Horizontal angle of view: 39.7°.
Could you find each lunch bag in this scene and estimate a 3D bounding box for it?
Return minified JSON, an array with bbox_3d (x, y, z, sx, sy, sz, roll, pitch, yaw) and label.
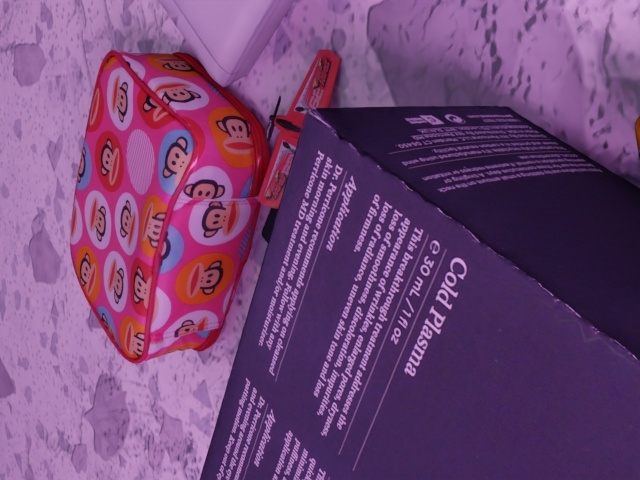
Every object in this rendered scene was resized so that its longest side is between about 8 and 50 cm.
[{"bbox_3d":[-0.182,-0.046,0.937,0.258,0.120,0.293,45,128,37],"label":"lunch bag"}]

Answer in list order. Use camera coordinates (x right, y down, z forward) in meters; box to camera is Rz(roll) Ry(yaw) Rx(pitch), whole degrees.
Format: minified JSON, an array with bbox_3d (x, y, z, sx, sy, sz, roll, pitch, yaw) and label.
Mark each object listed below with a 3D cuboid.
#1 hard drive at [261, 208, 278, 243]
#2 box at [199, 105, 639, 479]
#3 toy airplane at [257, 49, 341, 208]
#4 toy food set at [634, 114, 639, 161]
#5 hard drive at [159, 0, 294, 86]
[{"bbox_3d":[0.000,0.000,0.801,0.135,0.022,0.094,49,130,34],"label":"hard drive"},{"bbox_3d":[0.101,0.142,0.515,0.312,0.179,0.343,43,127,39],"label":"box"},{"bbox_3d":[0.002,-0.090,0.775,0.151,0.028,0.151,-15,68,41],"label":"toy airplane"},{"bbox_3d":[0.259,0.000,0.402,0.232,0.111,0.104,32,152,50],"label":"toy food set"},{"bbox_3d":[-0.092,-0.290,0.710,0.233,0.047,0.353,56,157,0],"label":"hard drive"}]
